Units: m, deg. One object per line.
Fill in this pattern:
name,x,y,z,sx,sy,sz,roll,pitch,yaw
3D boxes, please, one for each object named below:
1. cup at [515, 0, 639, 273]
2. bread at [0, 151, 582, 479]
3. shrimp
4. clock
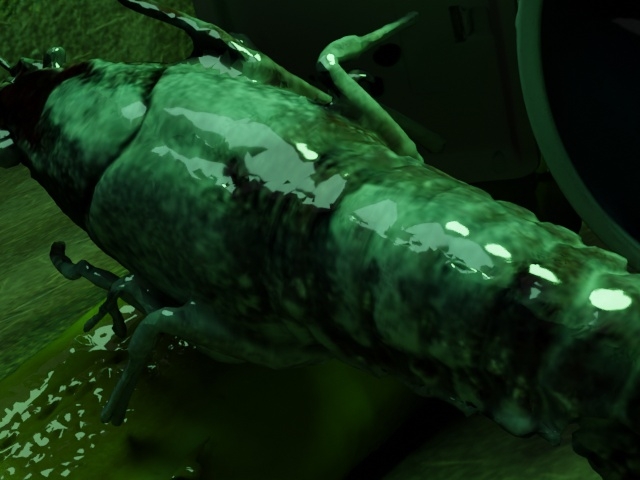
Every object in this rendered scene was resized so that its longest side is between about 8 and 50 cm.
cup,0.261,-0.144,0.915,0.331,0.256,0.311,-25,12,15
bread,-0.020,0.059,0.948,0.166,0.112,0.383,18,44,36
shrimp,-0.004,-0.003,0.802,0.410,0.166,0.221,21,74,46
clock,0.023,-0.111,0.897,0.150,0.197,0.063,-5,48,10
